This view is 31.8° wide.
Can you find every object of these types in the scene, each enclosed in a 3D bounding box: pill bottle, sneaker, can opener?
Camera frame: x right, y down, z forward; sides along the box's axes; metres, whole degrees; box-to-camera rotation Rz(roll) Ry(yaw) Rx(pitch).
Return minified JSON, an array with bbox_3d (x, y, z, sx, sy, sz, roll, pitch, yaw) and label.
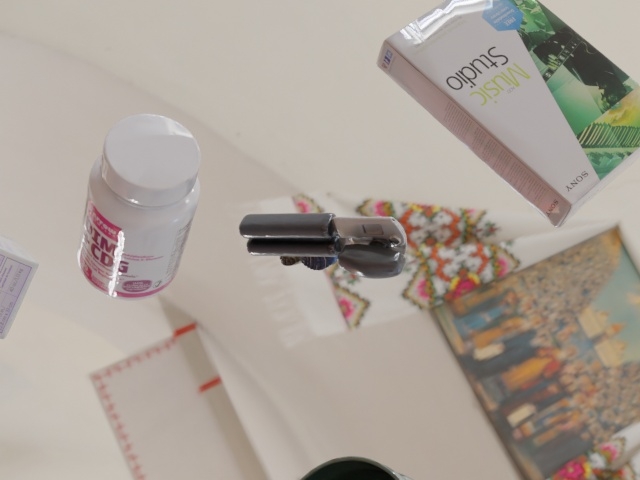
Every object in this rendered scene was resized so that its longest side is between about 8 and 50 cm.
[{"bbox_3d":[-0.265,-0.046,1.647,0.160,0.160,0.283,55,-32,21],"label":"pill bottle"},{"bbox_3d":[-0.010,0.018,1.899,0.135,0.058,0.052,8,-73,50],"label":"sneaker"},{"bbox_3d":[0.000,0.000,1.704,0.281,0.093,0.074,4,-49,29],"label":"can opener"}]

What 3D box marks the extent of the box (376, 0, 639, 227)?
[{"bbox_3d":[0.264,-0.193,1.441,0.322,0.232,0.058,45,-30,14],"label":"box"}]

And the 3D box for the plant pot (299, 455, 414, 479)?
[{"bbox_3d":[0.086,0.432,1.394,0.293,0.196,0.293,-25,-126,39],"label":"plant pot"}]

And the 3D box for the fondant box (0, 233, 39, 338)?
[{"bbox_3d":[-0.492,-0.012,1.227,0.096,0.330,0.238,-67,-158,-3],"label":"fondant box"}]
